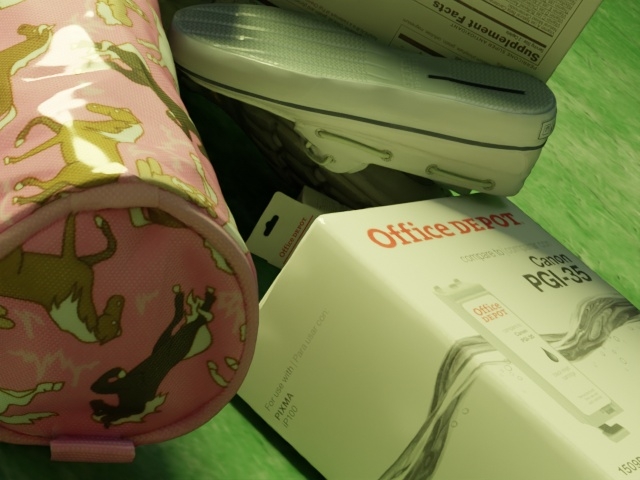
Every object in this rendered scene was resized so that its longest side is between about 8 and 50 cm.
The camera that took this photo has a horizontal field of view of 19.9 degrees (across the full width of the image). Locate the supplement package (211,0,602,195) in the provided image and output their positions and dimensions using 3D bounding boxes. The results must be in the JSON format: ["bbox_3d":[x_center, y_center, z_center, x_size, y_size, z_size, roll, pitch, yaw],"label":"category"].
[{"bbox_3d":[0.080,-0.212,1.106,0.198,0.263,0.199,28,38,-6],"label":"supplement package"}]

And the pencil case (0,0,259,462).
[{"bbox_3d":[-0.141,-0.061,0.935,0.167,0.160,0.386,53,9,-38],"label":"pencil case"}]

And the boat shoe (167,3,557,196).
[{"bbox_3d":[0.019,-0.071,1.040,0.226,0.076,0.083,15,31,1],"label":"boat shoe"}]

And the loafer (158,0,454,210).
[{"bbox_3d":[-0.014,-0.113,1.216,0.319,0.111,0.112,44,-12,24],"label":"loafer"}]

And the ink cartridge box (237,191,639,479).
[{"bbox_3d":[0.117,0.104,0.979,0.283,0.117,0.207,42,26,23],"label":"ink cartridge box"}]

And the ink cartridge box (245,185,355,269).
[{"bbox_3d":[0.000,0.000,1.124,0.083,0.048,0.028,27,25,-10],"label":"ink cartridge box"}]
